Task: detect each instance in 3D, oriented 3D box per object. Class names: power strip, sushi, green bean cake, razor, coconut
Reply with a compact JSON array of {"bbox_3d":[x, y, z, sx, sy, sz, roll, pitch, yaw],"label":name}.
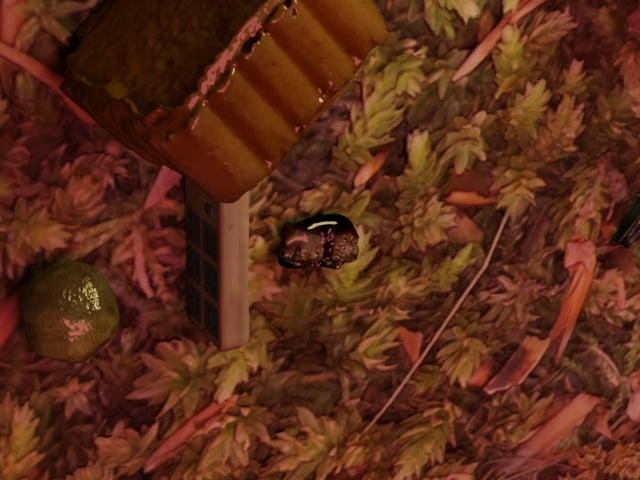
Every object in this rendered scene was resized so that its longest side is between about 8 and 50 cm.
[{"bbox_3d":[-0.093,0.007,1.776,0.035,0.081,0.192,-11,117,-23],"label":"power strip"},{"bbox_3d":[0.000,0.000,1.850,0.083,0.044,0.046,-8,117,-29],"label":"sushi"},{"bbox_3d":[-0.080,-0.158,1.624,0.229,0.224,0.131,-48,126,-7],"label":"green bean cake"},{"bbox_3d":[0.365,-0.075,2.035,0.066,0.033,0.190,29,96,-35],"label":"razor"},{"bbox_3d":[-0.221,0.068,1.732,0.088,0.088,0.096,-28,118,-17],"label":"coconut"}]
